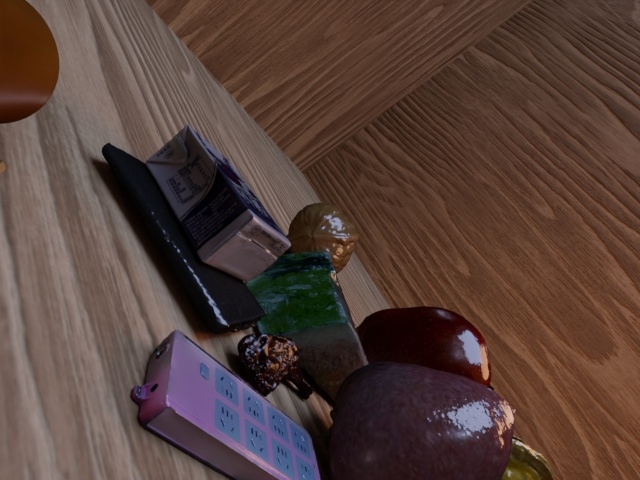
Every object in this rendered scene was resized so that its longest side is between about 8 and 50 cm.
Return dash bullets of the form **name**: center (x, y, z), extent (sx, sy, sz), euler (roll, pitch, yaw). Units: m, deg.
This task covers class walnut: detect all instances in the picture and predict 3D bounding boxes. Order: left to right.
- **walnut**: center (0.000, 0.000, 1.322), extent (0.228, 0.228, 0.228), euler (53, 8, -11)

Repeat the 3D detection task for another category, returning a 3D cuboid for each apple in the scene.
- **apple**: center (0.240, 0.291, 1.062), extent (0.288, 0.317, 0.288), euler (2, 90, -76)

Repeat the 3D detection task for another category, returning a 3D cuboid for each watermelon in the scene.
- **watermelon**: center (0.001, 0.145, 0.895), extent (0.302, 0.151, 0.264), euler (50, 8, -28)

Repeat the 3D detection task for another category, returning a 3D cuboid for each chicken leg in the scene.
- **chicken leg**: center (-0.064, 0.193, 0.694), extent (0.205, 0.053, 0.093), euler (31, 47, -54)

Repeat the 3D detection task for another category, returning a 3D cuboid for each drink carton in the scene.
- **drink carton**: center (-0.163, -0.057, 0.714), extent (0.222, 0.102, 0.134), euler (52, 6, 27)

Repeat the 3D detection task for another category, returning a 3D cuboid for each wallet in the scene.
- **wallet**: center (-0.208, 0.002, 0.687), extent (0.321, 0.044, 0.170), euler (52, 6, 11)

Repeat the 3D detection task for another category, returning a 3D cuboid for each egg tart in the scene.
- **egg tart**: center (0.365, 0.538, 1.005), extent (0.290, 0.290, 0.115), euler (50, 34, -26)

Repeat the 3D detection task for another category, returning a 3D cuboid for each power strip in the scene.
- **power strip**: center (-0.088, 0.212, 0.508), extent (0.279, 0.037, 0.109), euler (50, 10, -30)

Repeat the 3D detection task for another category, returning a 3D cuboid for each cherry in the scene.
- **cherry**: center (0.136, 0.292, 0.675), extent (0.261, 0.307, 0.221), euler (-21, 102, -85)

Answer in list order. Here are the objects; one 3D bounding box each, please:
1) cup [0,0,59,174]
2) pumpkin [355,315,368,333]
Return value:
- **cup**: center (-0.305, -0.131, 0.330), extent (0.264, 0.182, 0.226), euler (-122, -153, -74)
- **pumpkin**: center (0.157, 0.301, 1.331), extent (0.131, 0.126, 0.248), euler (47, -12, 6)
